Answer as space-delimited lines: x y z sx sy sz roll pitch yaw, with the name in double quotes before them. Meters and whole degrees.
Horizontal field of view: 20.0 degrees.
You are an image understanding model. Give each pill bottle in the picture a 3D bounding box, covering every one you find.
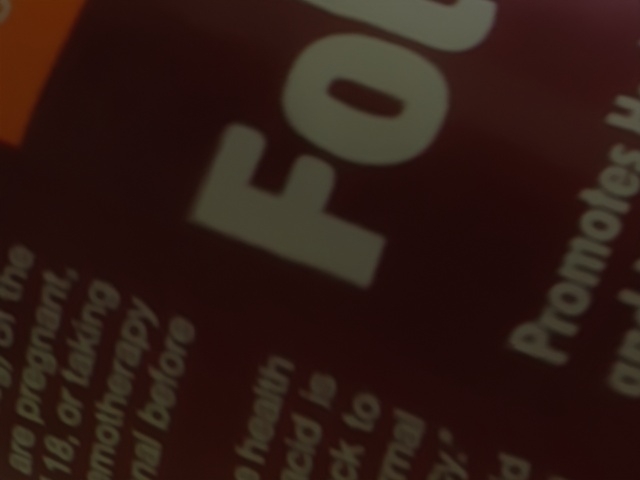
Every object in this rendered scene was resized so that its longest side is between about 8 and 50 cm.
"pill bottle" -0.004 -0.001 0.441 0.392 0.224 0.224 22 -69 15
